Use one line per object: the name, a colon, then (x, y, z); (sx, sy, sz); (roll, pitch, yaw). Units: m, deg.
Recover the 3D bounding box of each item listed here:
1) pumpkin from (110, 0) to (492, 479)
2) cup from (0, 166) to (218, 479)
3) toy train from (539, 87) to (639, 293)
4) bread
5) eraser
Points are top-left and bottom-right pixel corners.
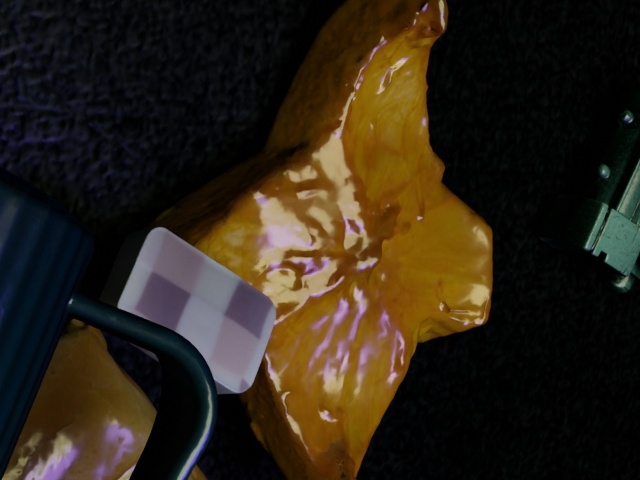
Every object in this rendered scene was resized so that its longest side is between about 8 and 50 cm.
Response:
pumpkin: (0.020, 0.002, 1.157); (0.290, 0.095, 0.258); (-48, 123, -19)
cup: (-0.235, 0.090, 0.811); (0.292, 0.308, 0.242); (-68, 160, -8)
toy train: (0.250, -0.046, 1.382); (0.111, 0.071, 0.170); (31, 81, -37)
bread: (-0.141, 0.183, 1.041); (0.167, 0.132, 0.294); (-39, 126, -22)
eraser: (-0.077, 0.042, 1.023); (0.105, 0.026, 0.065); (34, 63, -33)
